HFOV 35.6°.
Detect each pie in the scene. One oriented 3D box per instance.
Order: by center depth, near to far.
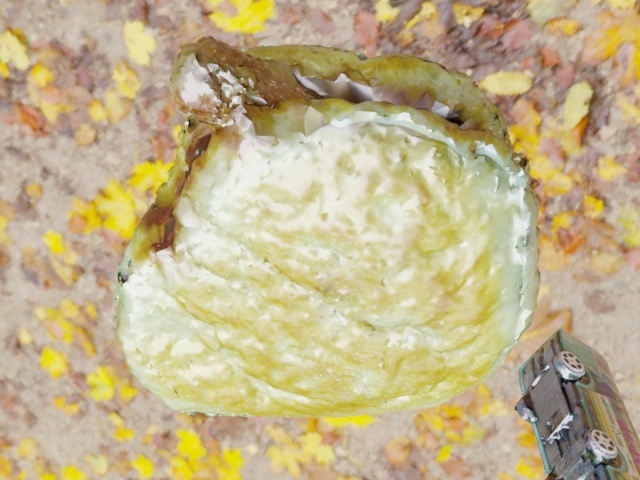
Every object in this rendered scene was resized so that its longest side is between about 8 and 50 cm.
[{"bbox_3d":[0.007,0.022,0.970,0.395,0.180,0.418,12,121,-5],"label":"pie"}]

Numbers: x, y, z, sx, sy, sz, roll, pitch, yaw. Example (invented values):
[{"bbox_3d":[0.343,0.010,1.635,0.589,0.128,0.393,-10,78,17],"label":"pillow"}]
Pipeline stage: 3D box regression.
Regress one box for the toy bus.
[{"bbox_3d":[0.273,0.202,1.028,0.109,0.261,0.091,28,120,-19],"label":"toy bus"}]
